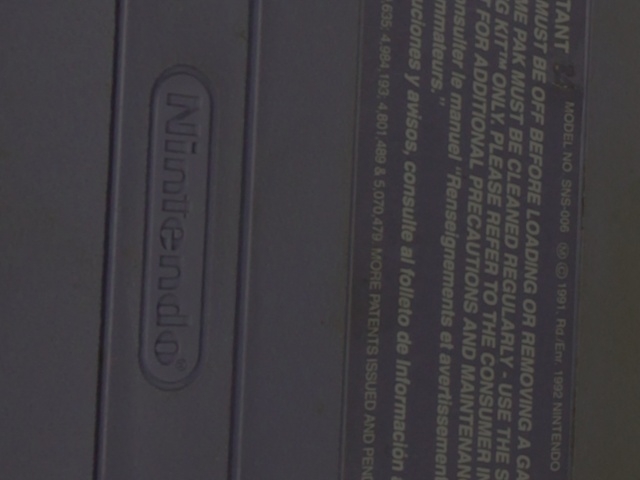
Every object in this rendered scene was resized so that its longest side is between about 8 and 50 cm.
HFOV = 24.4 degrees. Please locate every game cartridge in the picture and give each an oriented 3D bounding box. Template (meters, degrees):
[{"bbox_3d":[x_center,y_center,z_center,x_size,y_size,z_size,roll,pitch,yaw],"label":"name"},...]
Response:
[{"bbox_3d":[0.000,0.000,0.405,0.230,0.354,0.068,4,-2,-39],"label":"game cartridge"}]
